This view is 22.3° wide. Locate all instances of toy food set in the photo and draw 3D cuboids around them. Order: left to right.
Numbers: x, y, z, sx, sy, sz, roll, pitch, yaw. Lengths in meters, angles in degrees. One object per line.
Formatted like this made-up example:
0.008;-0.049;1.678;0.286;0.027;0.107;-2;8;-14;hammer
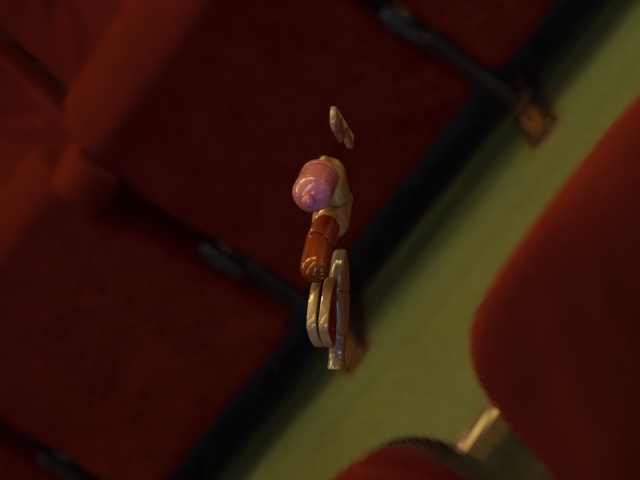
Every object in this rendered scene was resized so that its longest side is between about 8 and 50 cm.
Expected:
0.000;0.000;0.801;0.078;0.019;0.122;50;-138;-74;toy food set
